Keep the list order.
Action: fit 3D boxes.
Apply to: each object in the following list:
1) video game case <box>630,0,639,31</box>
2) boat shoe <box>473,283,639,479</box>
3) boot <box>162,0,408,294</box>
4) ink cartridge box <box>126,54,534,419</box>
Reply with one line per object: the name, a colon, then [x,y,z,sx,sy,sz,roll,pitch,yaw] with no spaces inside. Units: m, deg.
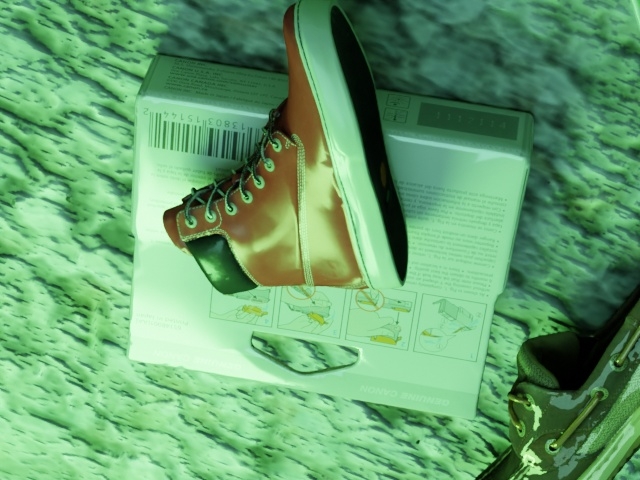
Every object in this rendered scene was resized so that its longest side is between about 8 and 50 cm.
video game case: [0.288,-0.238,1.321,0.193,0.023,0.212,-13,124,19]
boat shoe: [0.206,0.121,1.559,0.123,0.123,0.342,41,122,-6]
boot: [-0.042,-0.060,1.400,0.176,0.088,0.244,-3,127,13]
ink cartridge box: [0.000,0.000,1.525,0.296,0.066,0.261,10,127,3]
